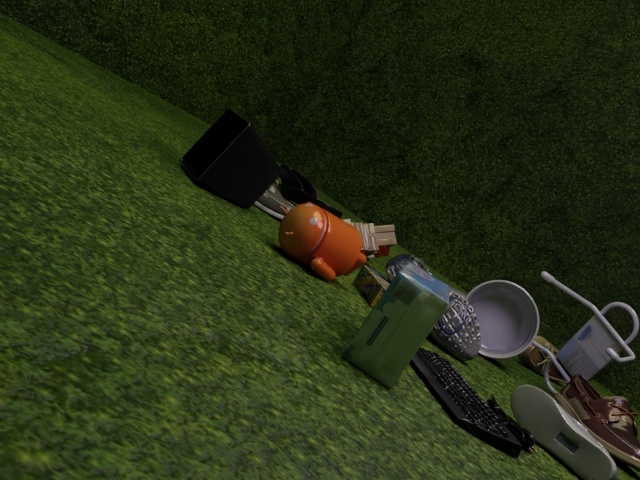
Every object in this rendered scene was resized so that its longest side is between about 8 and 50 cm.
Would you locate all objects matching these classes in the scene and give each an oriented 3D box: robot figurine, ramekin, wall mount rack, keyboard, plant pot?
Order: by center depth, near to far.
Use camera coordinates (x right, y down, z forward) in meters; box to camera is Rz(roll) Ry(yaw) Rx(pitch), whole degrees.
[{"bbox_3d":[0.258,0.269,1.224,0.202,0.033,0.317,31,8,-18],"label":"keyboard"},{"bbox_3d":[0.001,0.001,1.548,0.219,0.158,0.128,29,-15,-34],"label":"robot figurine"},{"bbox_3d":[-0.211,-0.189,1.789,0.167,0.188,0.187,44,0,-31],"label":"plant pot"},{"bbox_3d":[0.473,0.213,1.924,0.207,0.207,0.109,34,-2,12],"label":"ramekin"},{"bbox_3d":[0.662,0.263,1.935,0.131,0.350,0.304,1,44,-38],"label":"wall mount rack"}]

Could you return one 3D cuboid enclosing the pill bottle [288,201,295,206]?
[{"bbox_3d":[-0.077,-0.075,2.099,0.083,0.043,0.043,37,8,35],"label":"pill bottle"}]

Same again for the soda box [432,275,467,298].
[{"bbox_3d":[0.406,0.200,2.150,0.286,0.091,0.098,29,8,-32],"label":"soda box"}]

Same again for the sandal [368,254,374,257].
[{"bbox_3d":[0.080,-0.030,2.361,0.265,0.076,0.102,31,7,-14],"label":"sandal"}]

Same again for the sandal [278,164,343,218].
[{"bbox_3d":[-0.075,-0.186,2.537,0.446,0.107,0.168,28,1,39],"label":"sandal"}]

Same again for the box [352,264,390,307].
[{"bbox_3d":[0.129,0.113,1.647,0.059,0.054,0.169,30,7,-17],"label":"box"}]

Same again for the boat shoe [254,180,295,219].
[{"bbox_3d":[-0.177,-0.156,2.011,0.305,0.091,0.109,35,7,22],"label":"boat shoe"}]

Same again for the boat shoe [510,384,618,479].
[{"bbox_3d":[0.434,0.353,1.288,0.227,0.079,0.081,45,4,42],"label":"boat shoe"}]

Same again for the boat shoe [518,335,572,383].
[{"bbox_3d":[0.726,0.382,2.278,0.285,0.104,0.089,28,5,-40],"label":"boat shoe"}]

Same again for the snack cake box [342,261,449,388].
[{"bbox_3d":[0.127,0.123,1.140,0.089,0.152,0.264,33,6,7],"label":"snack cake box"}]

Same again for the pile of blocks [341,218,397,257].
[{"bbox_3d":[0.098,0.017,2.108,0.362,0.149,0.112,6,70,-57],"label":"pile of blocks"}]

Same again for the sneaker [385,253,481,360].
[{"bbox_3d":[0.263,0.163,1.679,0.297,0.111,0.129,52,-19,26],"label":"sneaker"}]

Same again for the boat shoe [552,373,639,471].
[{"bbox_3d":[0.676,0.418,1.690,0.123,0.123,0.342,31,7,-16],"label":"boat shoe"}]
